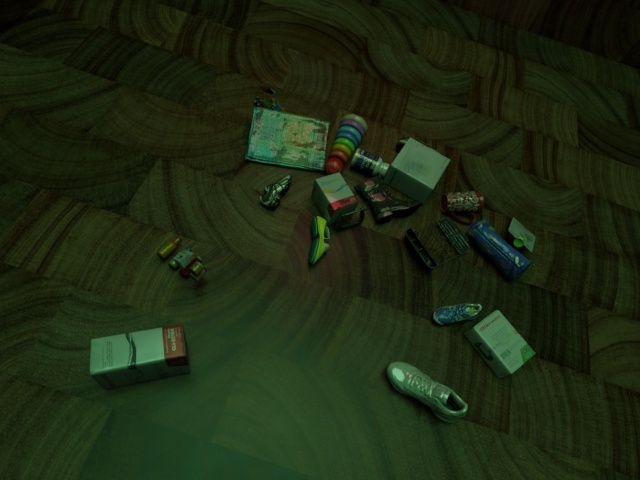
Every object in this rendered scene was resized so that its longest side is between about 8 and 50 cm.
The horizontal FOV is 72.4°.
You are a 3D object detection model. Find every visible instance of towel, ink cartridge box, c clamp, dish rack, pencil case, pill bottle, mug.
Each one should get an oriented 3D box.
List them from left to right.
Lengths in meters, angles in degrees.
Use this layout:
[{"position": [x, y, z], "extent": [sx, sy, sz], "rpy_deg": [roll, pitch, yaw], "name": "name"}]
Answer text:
[{"position": [-0.572, 0.376, 1.410], "extent": [0.273, 0.197, 0.114], "rpy_deg": [-8, 61, -16], "name": "ink cartridge box"}, {"position": [-0.150, -0.471, 2.041], "extent": [0.370, 0.040, 0.271], "rpy_deg": [8, 78, -7], "name": "towel"}, {"position": [0.057, -0.183, 1.906], "extent": [0.127, 0.128, 0.176], "rpy_deg": [-20, 66, -22], "name": "ink cartridge box"}, {"position": [0.137, -0.106, 1.880], "extent": [0.161, 0.137, 0.022], "rpy_deg": [-23, 49, -17], "name": "c clamp"}, {"position": [0.235, -0.361, 2.067], "extent": [0.169, 0.094, 0.094], "rpy_deg": [24, 58, 3], "name": "pill bottle"}, {"position": [0.520, 0.004, 1.918], "extent": [0.272, 0.074, 0.208], "rpy_deg": [-23, 68, -18], "name": "dish rack"}, {"position": [0.656, -0.162, 2.030], "extent": [0.169, 0.113, 0.150], "rpy_deg": [-1, 59, -8], "name": "mug"}, {"position": [0.781, 0.037, 1.927], "extent": [0.119, 0.133, 0.306], "rpy_deg": [-43, 72, 5], "name": "pencil case"}, {"position": [0.699, 0.403, 1.716], "extent": [0.154, 0.093, 0.212], "rpy_deg": [-27, 70, -25], "name": "ink cartridge box"}]

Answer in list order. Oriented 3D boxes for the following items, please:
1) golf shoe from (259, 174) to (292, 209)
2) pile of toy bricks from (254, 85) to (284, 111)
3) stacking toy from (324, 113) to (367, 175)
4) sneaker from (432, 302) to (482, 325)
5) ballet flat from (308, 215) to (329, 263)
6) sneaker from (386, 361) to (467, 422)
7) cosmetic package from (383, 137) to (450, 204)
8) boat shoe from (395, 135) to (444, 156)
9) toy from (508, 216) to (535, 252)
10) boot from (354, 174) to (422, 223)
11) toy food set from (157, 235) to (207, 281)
[{"position": [-0.193, -0.228, 1.914], "extent": [0.094, 0.077, 0.198], "rpy_deg": [27, 57, 5], "name": "golf shoe"}, {"position": [-0.228, -0.665, 2.160], "extent": [0.105, 0.118, 0.212], "rpy_deg": [3, 39, -53], "name": "pile of toy bricks"}, {"position": [0.104, -0.440, 2.076], "extent": [0.141, 0.141, 0.330], "rpy_deg": [25, 64, 4], "name": "stacking toy"}, {"position": [0.549, 0.287, 1.760], "extent": [0.211, 0.081, 0.080], "rpy_deg": [-10, 64, -15], "name": "sneaker"}, {"position": [0.000, 0.000, 1.825], "extent": [0.077, 0.077, 0.230], "rpy_deg": [16, 55, -21], "name": "ballet flat"}, {"position": [0.382, 0.519, 1.549], "extent": [0.305, 0.152, 0.114], "rpy_deg": [32, 61, 9], "name": "sneaker"}, {"position": [0.455, -0.329, 2.070], "extent": [0.225, 0.138, 0.224], "rpy_deg": [32, 59, 6], "name": "cosmetic package"}, {"position": [0.510, -0.454, 2.181], "extent": [0.258, 0.095, 0.095], "rpy_deg": [26, 53, 5], "name": "boat shoe"}, {"position": [0.909, -0.018, 2.004], "extent": [0.137, 0.056, 0.237], "rpy_deg": [45, 30, 8], "name": "toy"}, {"position": [0.311, -0.208, 1.996], "extent": [0.263, 0.091, 0.229], "rpy_deg": [-16, 65, -17], "name": "boot"}, {"position": [-0.495, 0.070, 1.647], "extent": [0.232, 0.111, 0.104], "rpy_deg": [16, 52, 36], "name": "toy food set"}]
